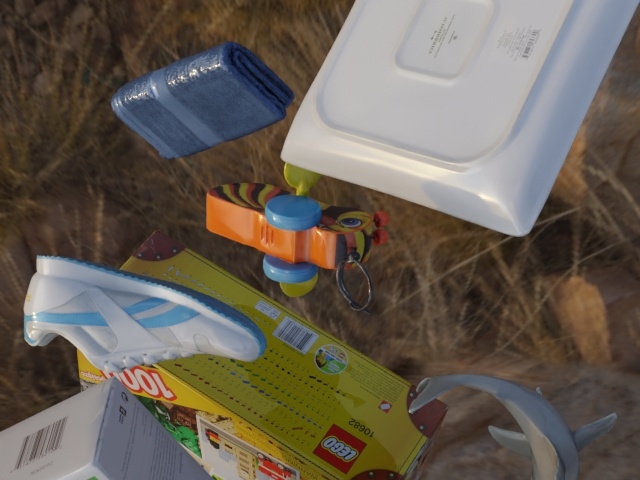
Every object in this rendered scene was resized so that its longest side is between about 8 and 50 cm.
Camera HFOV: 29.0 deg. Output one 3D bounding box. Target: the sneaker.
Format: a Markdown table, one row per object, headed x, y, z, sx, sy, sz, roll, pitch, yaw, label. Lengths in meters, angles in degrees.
| x | y | z | sx | sy | sz | roll | pitch | yaw | label |
| --- | --- | --- | --- | --- | --- | --- | --- | --- | --- |
| -0.163 | 0.081 | 1.149 | 0.228 | 0.087 | 0.092 | 15 | 89 | 6 | sneaker |

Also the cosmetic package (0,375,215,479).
| x | y | z | sx | sy | sz | roll | pitch | yaw | label |
| --- | --- | --- | --- | --- | --- | --- | --- | --- | --- |
| -0.220 | 0.359 | 1.493 | 0.197 | 0.155 | 0.365 | -28 | 119 | 19 | cosmetic package |

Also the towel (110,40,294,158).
| x | y | z | sx | sy | sz | roll | pitch | yaw | label |
| --- | --- | --- | --- | --- | --- | --- | --- | --- | --- |
| -0.078 | -0.091 | 0.798 | 0.067 | 0.119 | 0.029 | 42 | 53 | -32 | towel |

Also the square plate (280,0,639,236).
| x | y | z | sx | sy | sz | roll | pitch | yaw | label |
| --- | --- | --- | --- | --- | --- | --- | --- | --- | --- |
| 0.140 | -0.205 | 1.276 | 0.344 | 0.049 | 0.347 | 21 | 82 | 42 | square plate |

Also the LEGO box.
| x | y | z | sx | sy | sz | roll | pitch | yaw | label |
| --- | --- | --- | --- | --- | --- | --- | --- | --- | --- |
| -0.099 | 0.267 | 1.805 | 0.500 | 0.372 | 0.193 | 30 | 56 | 14 | LEGO box |

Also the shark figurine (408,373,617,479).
| x | y | z | sx | sy | sz | roll | pitch | yaw | label |
| --- | --- | --- | --- | --- | --- | --- | --- | --- | --- |
| 0.240 | 0.229 | 1.430 | 0.166 | 0.116 | 0.278 | -35 | 115 | 21 | shark figurine |

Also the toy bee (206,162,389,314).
| x | y | z | sx | sy | sz | roll | pitch | yaw | label |
| --- | --- | --- | --- | --- | --- | --- | --- | --- | --- |
| 0.000 | 0.000 | 1.574 | 0.162 | 0.195 | 0.298 | -20 | 55 | -40 | toy bee |
